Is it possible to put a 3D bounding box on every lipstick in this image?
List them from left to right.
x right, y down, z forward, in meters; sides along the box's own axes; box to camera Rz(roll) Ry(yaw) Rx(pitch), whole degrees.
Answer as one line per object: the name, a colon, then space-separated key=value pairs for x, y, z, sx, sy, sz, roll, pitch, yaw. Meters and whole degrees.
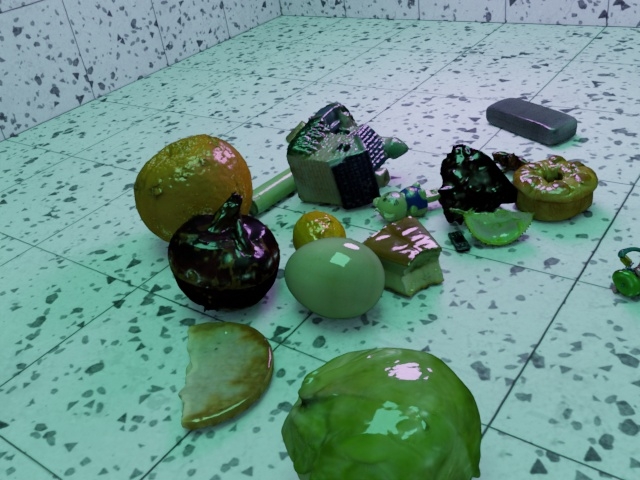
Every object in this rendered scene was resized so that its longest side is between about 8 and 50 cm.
lipstick: x=-0.125 y=-0.173 z=2.074 sx=0.076 sy=0.076 sz=0.304 roll=18 pitch=40 yaw=36

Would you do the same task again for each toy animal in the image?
toy animal: x=0.738 y=0.044 z=1.478 sx=0.208 sy=0.100 sz=0.103 roll=-33 pitch=76 yaw=-13

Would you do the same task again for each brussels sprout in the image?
brussels sprout: x=0.107 y=0.321 z=1.078 sx=0.327 sy=0.247 sz=0.328 roll=-18 pitch=20 yaw=7

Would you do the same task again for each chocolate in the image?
chocolate: x=0.385 y=-0.127 z=1.792 sx=0.177 sy=0.224 sz=0.206 roll=-46 pitch=16 yaw=-11

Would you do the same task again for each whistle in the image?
whistle: x=0.257 y=-0.112 z=1.866 sx=0.227 sy=0.085 sz=0.105 roll=-17 pitch=42 yaw=-12

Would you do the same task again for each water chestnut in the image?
water chestnut: x=-0.236 y=0.020 z=1.610 sx=0.299 sy=0.300 sz=0.300 roll=-7 pitch=32 yaw=4

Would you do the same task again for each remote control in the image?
remote control: x=0.365 y=0.003 z=1.721 sx=0.039 sy=0.014 sz=0.096 roll=-11 pitch=31 yaw=-2

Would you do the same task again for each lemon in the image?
lemon: x=0.000 y=0.000 z=1.702 sx=0.142 sy=0.142 sz=0.187 roll=-15 pitch=35 yaw=-9

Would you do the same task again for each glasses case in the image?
glasses case: x=0.716 y=-0.411 z=2.232 sx=0.131 sy=0.074 sz=0.323 roll=-22 pitch=34 yaw=-22

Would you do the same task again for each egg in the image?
egg: x=0.029 y=0.084 z=1.514 sx=0.253 sy=0.189 sz=0.188 roll=10 pitch=36 yaw=35

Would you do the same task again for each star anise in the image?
star anise: x=0.561 y=-0.245 z=2.022 sx=0.097 sy=0.070 sz=0.190 roll=-2 pitch=17 yaw=-46

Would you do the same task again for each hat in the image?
hat: x=-0.065 y=-0.421 z=2.458 sx=0.145 sy=0.067 sz=0.146 roll=-7 pitch=32 yaw=4

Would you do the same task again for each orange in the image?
orange: x=-0.354 y=-0.133 z=1.869 sx=0.340 sy=0.293 sz=0.341 roll=-21 pitch=31 yaw=14

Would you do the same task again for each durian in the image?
durian: x=0.441 y=-0.045 z=1.695 sx=0.215 sy=0.100 sz=0.086 roll=1 pitch=29 yaw=4

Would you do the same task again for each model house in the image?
model house: x=0.101 y=-0.250 z=1.988 sx=0.284 sy=0.243 sz=0.298 roll=16 pitch=49 yaw=31

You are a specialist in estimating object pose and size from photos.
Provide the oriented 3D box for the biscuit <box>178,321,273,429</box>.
biscuit: x=-0.200 y=0.276 z=1.408 sx=0.204 sy=0.040 sz=0.309 roll=-11 pitch=32 yaw=-2

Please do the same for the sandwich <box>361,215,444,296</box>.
sandwich: x=0.230 y=0.032 z=1.623 sx=0.186 sy=0.108 sz=0.220 roll=19 pitch=39 yaw=37

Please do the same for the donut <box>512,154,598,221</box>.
donut: x=0.637 y=-0.144 z=1.790 sx=0.226 sy=0.114 sz=0.227 roll=-7 pitch=32 yaw=4
